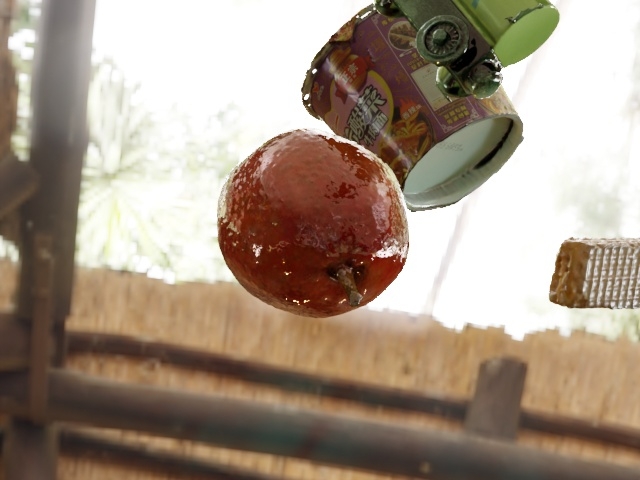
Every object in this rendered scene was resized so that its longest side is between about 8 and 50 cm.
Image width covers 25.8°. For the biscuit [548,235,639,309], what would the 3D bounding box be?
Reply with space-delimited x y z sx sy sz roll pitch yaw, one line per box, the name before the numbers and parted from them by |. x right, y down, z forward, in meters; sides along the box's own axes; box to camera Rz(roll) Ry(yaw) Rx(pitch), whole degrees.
biscuit | 0.453 0.039 1.861 0.378 0.094 0.054 -1 -166 -36

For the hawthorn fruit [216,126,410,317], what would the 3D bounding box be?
hawthorn fruit | 0.000 0.000 1.340 0.196 0.197 0.225 1 -153 -20

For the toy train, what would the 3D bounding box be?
toy train | 0.143 -0.265 1.472 0.253 0.157 0.105 57 -173 32

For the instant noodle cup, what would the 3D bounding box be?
instant noodle cup | 0.168 -0.222 2.364 0.339 0.340 0.266 -7 -125 -40
